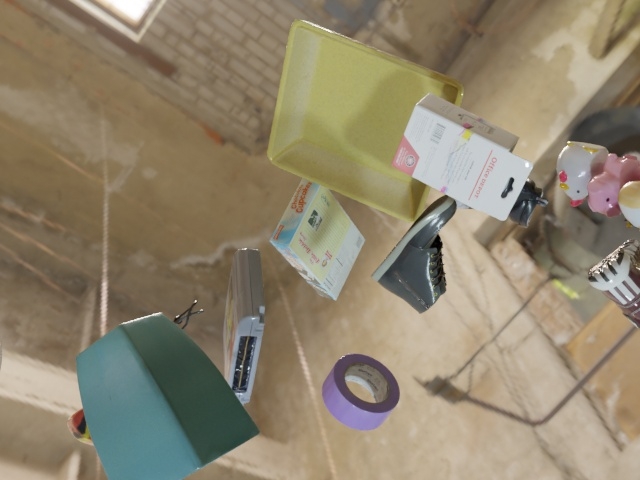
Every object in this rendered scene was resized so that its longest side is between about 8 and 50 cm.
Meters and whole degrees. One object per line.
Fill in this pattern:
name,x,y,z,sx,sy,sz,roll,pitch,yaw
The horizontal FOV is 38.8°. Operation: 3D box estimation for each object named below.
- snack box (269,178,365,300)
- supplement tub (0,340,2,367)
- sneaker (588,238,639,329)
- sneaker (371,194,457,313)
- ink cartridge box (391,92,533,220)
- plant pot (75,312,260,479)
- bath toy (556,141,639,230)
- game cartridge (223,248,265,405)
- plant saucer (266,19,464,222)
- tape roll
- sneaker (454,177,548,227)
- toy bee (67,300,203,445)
snack box,0.000,0.000,2.258,0.060,0.187,0.322,17,161,30
supplement tub,-0.607,0.185,1.371,0.228,0.228,0.316,35,156,-14
sneaker,0.572,0.096,1.649,0.162,0.106,0.281,51,-156,10
sneaker,0.192,0.024,1.551,0.118,0.222,0.083,39,-140,2
ink cartridge box,0.224,-0.127,1.396,0.198,0.115,0.067,29,-145,12
plant pot,-0.240,0.236,1.333,0.234,0.165,0.165,60,-155,9
bath toy,0.565,-0.091,1.693,0.151,0.129,0.348,0,-162,-29
game cartridge,-0.152,0.165,1.765,0.060,0.294,0.196,5,-135,-8
plant saucer,0.084,-0.231,1.709,0.332,0.333,0.081,24,-136,10
tape roll,0.104,0.389,2.343,0.189,0.080,0.189,18,-141,-15
sneaker,0.371,-0.087,1.917,0.153,0.101,0.268,29,170,-12
toy bee,-0.269,0.262,1.546,0.162,0.298,0.195,48,172,-4
